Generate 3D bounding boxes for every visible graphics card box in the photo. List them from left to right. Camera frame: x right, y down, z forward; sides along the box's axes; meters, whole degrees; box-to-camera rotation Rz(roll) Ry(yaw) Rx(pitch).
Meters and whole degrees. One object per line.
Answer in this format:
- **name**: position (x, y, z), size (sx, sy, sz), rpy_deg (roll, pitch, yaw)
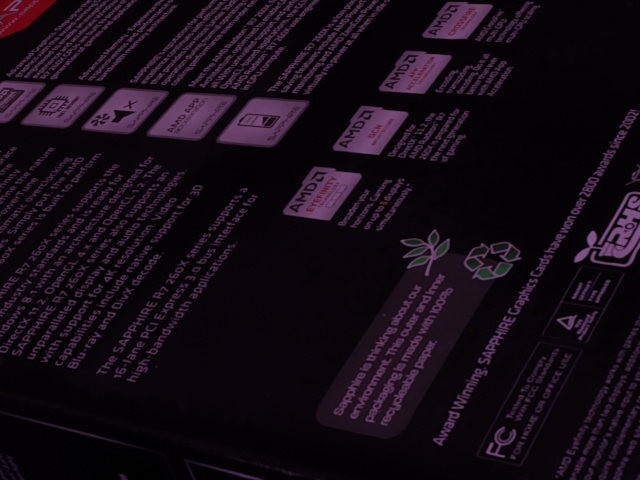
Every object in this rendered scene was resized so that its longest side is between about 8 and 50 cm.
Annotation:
- **graphics card box**: position (0.000, 0.000, 0.466), size (0.233, 0.371, 0.094), rpy_deg (-54, 135, -36)
